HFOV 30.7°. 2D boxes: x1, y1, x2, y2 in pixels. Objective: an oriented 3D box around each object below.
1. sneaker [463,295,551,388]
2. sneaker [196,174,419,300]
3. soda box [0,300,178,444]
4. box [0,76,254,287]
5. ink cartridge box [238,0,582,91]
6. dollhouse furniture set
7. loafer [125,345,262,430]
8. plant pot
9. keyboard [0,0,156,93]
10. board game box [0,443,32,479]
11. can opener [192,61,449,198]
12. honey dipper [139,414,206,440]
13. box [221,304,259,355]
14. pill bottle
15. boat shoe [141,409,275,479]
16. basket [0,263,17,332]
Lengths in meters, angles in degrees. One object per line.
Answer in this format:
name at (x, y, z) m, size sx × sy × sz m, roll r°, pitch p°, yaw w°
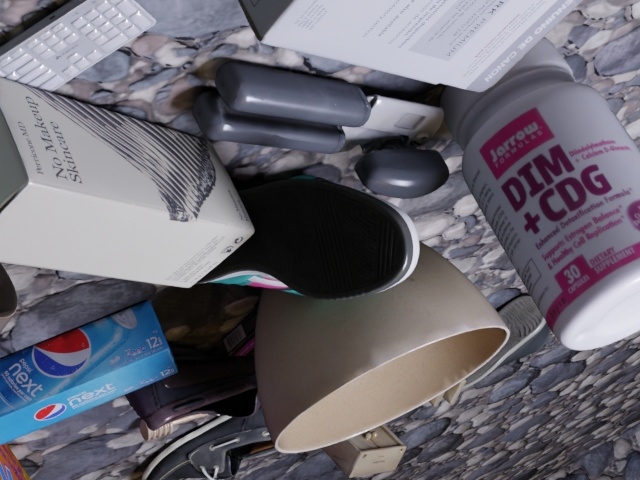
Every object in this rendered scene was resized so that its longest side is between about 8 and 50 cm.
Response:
sneaker at (0.264, 0.176, 1.806) m, size 0.222 × 0.083 × 0.118 m, roll -33°, pitch 154°, yaw 10°
sneaker at (0.000, 0.000, 1.108) m, size 0.296 × 0.123 × 0.178 m, roll 3°, pitch -174°, yaw 38°
soda box at (-0.268, 0.144, 1.276) m, size 0.210 × 0.067 × 0.071 m, roll -22°, pitch 153°, yaw -9°
box at (-0.182, -0.040, 0.954) m, size 0.094 × 0.113 × 0.275 m, roll -38°, pitch 156°, yaw 22°
ink cartridge box at (0.116, -0.261, 0.814) m, size 0.272 × 0.130 × 0.309 m, roll 5°, pitch 140°, yaw -49°
dollhouse furniture set at (0.072, 0.181, 1.629) m, size 0.212 × 0.161 × 0.242 m, roll 3°, pitch 119°, yaw -46°
loafer at (-0.124, 0.194, 1.466) m, size 0.302 × 0.095 × 0.109 m, roll 8°, pitch 138°, yaw -49°
plant pot at (0.039, 0.087, 1.299) m, size 0.284 × 0.191 × 0.284 m, roll -24°, pitch 160°, yaw -9°
keyboard at (-0.245, -0.113, 0.886) m, size 0.256 × 0.014 × 0.072 m, roll -31°, pitch 154°, yaw 9°
board game box at (-0.473, 0.433, 1.289) m, size 0.356 × 0.356 × 0.356 m, roll -21°, pitch 154°, yaw -12°
can opener at (0.018, -0.095, 1.068) m, size 0.283 × 0.095 × 0.076 m, roll 2°, pitch 141°, yaw -45°
honey dipper at (-0.167, 0.235, 1.584) m, size 0.161 × 0.030 × 0.030 m, roll -14°, pitch 152°, yaw -32°
box at (-0.029, 0.104, 1.468) m, size 0.162 × 0.029 × 0.116 m, roll 7°, pitch 140°, yaw -46°
pill bottle at (0.236, -0.051, 1.135) m, size 0.160 × 0.283 × 0.160 m, roll -21°, pitch 153°, yaw -11°
boat shoe at (-0.154, 0.309, 1.674) m, size 0.233 × 0.079 × 0.084 m, roll -31°, pitch 155°, yaw 11°
basket at (-0.377, 0.088, 0.969) m, size 0.227 × 0.204 × 0.154 m, roll -43°, pitch 176°, yaw 10°
